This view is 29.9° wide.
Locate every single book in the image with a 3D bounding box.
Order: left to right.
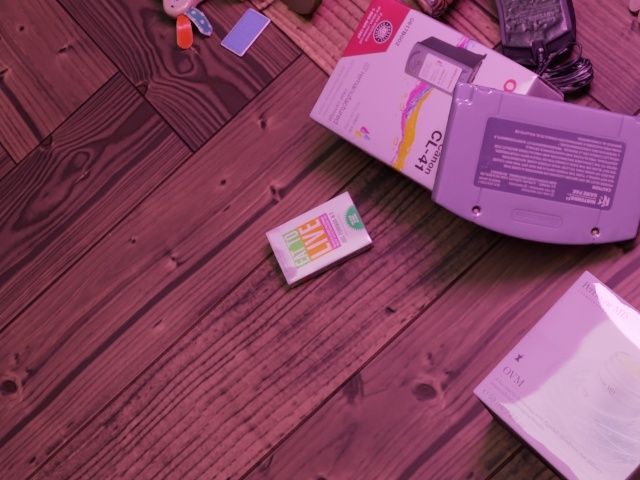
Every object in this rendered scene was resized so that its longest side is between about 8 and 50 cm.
[{"bbox_3d":[0.000,0.000,1.850,0.144,0.035,0.096,-28,64,7],"label":"book"}]

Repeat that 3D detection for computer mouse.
[{"bbox_3d":[0.325,-0.345,1.854,0.188,0.072,0.272,-6,76,21],"label":"computer mouse"}]

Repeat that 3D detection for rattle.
[{"bbox_3d":[-0.247,-0.457,2.090,0.130,0.142,0.199,4,62,4],"label":"rattle"}]

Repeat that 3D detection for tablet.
[{"bbox_3d":[-0.129,-0.360,2.072,0.054,0.006,0.083,35,82,30],"label":"tablet"}]

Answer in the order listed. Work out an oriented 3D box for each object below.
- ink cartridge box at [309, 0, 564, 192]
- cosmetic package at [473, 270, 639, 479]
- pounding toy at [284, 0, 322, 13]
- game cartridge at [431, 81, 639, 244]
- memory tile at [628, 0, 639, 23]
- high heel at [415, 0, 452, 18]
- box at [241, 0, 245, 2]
[{"bbox_3d":[0.169,-0.200,1.785,0.306,0.131,0.226,34,99,31],"label":"ink cartridge box"},{"bbox_3d":[0.363,0.203,1.553,0.224,0.138,0.224,-46,60,-4],"label":"cosmetic package"},{"bbox_3d":[-0.032,-0.505,2.006,0.110,0.183,0.237,-29,79,-17],"label":"pounding toy"},{"bbox_3d":[0.307,-0.097,1.648,0.294,0.060,0.196,10,97,-8],"label":"game cartridge"},{"bbox_3d":[0.520,-0.377,1.764,0.148,0.012,0.113,-53,34,28],"label":"memory tile"},{"bbox_3d":[0.221,-0.434,1.855,0.186,0.093,0.261,-28,21,13],"label":"high heel"},{"bbox_3d":[-0.173,-0.535,2.108,0.058,0.087,0.232,-31,67,10],"label":"box"}]
